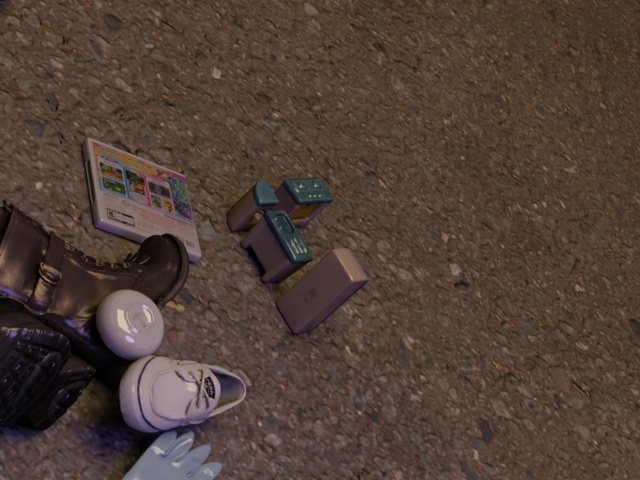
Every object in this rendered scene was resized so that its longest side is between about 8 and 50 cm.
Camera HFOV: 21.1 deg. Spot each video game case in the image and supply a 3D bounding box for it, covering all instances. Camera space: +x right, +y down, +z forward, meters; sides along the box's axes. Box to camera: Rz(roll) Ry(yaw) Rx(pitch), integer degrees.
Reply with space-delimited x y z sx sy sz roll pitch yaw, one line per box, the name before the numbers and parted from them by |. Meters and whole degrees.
video game case | -0.226 -0.051 2.178 0.157 0.019 0.143 21 39 -36

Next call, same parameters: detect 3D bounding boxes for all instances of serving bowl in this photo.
serving bowl | -0.205 0.090 1.898 0.083 0.027 0.083 20 55 -31

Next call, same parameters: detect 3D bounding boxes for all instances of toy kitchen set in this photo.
toy kitchen set | 0.000 0.000 2.301 0.166 0.122 0.207 -5 59 -54

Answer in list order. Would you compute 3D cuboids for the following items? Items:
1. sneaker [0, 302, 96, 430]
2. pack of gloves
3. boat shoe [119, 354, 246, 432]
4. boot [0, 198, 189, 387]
sneaker | -0.316 0.114 1.719 0.130 0.109 0.286 41 -11 10
pack of gloves | -0.147 0.322 1.839 0.195 0.046 0.232 46 40 -2
boat shoe | -0.148 0.162 1.901 0.226 0.075 0.083 -6 87 -73
boot | -0.275 0.026 1.956 0.229 0.091 0.263 37 34 -18
